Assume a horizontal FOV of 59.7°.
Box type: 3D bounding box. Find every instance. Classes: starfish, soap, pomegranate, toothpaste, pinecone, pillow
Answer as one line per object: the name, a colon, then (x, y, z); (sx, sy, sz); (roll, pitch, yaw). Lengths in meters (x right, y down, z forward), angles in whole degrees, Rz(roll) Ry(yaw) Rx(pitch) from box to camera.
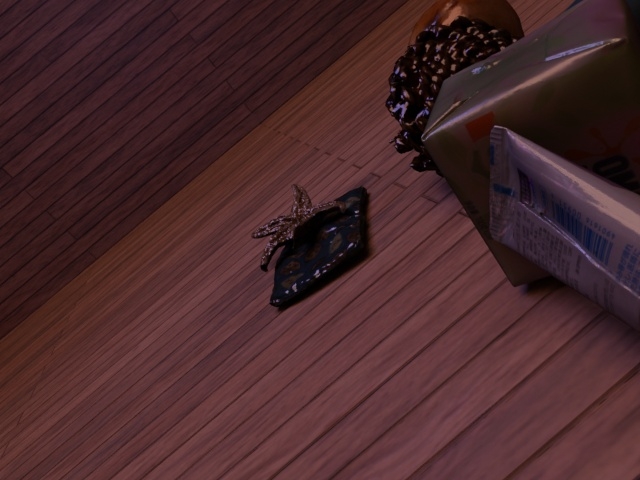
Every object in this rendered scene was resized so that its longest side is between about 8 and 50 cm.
starfish: (-0.040, -0.039, 0.994); (0.213, 0.057, 0.238); (-24, 27, 23)
soap: (0.224, -0.085, 0.514); (0.182, 0.199, 0.138); (-23, 23, 36)
pomegranate: (0.253, -0.326, 0.963); (0.207, 0.207, 0.207); (-34, 21, 15)
toothpaste: (0.216, 0.018, 0.370); (0.073, 0.114, 0.299); (-24, 37, -15)
pinecone: (0.192, -0.189, 0.784); (0.221, 0.221, 0.221); (-34, 21, 15)
pillow: (-0.001, 0.002, 0.952); (0.189, 0.034, 0.255); (-32, 22, 19)

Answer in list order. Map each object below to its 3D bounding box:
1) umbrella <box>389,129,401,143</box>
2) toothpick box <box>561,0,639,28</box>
umbrella: (0.204, -0.232, 1.103); (0.165, 0.025, 0.027); (-24, 3, 32)
toothpick box: (0.411, -0.311, 0.775); (0.184, 0.120, 0.120); (-39, 20, 10)
